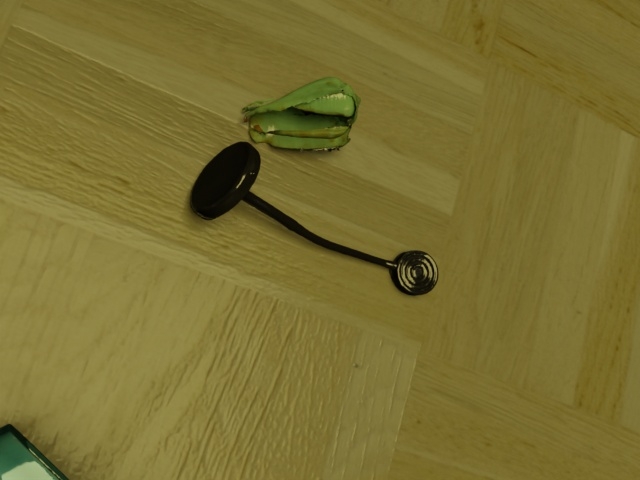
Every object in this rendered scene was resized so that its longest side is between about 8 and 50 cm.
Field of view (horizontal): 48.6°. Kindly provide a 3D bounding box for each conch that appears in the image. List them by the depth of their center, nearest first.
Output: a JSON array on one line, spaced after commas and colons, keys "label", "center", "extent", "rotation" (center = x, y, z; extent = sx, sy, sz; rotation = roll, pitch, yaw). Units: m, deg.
[{"label": "conch", "center": [-0.020, -0.165, 0.992], "extent": [0.170, 0.079, 0.105], "rotation": [-17, 81, -9]}]

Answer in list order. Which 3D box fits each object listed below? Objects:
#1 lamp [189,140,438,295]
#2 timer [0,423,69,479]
[{"label": "lamp", "center": [0.012, -0.008, 0.950], "extent": [0.371, 0.108, 0.130], "rotation": [30, 70, -14]}, {"label": "timer", "center": [-0.247, 0.288, 0.724], "extent": [0.091, 0.232, 0.250], "rotation": [-33, 95, -25]}]
